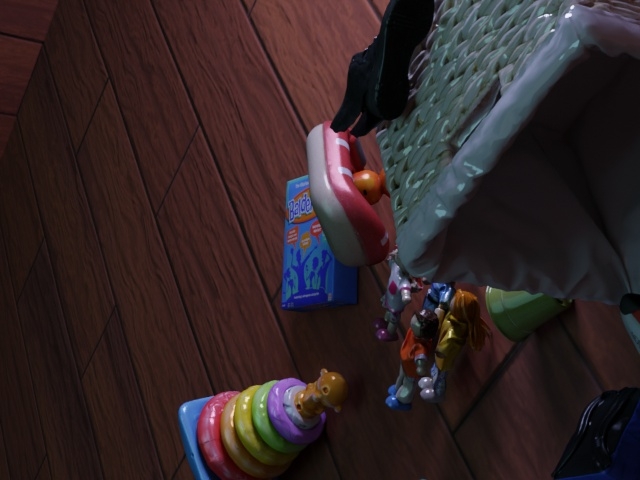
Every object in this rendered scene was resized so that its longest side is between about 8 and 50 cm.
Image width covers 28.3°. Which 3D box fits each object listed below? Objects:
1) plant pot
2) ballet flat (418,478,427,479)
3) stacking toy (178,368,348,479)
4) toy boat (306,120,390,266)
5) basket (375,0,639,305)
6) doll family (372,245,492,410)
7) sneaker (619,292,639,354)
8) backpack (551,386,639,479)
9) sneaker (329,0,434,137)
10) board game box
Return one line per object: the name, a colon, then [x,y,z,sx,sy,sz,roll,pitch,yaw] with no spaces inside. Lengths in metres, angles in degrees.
plant pot: [0.252,0.069,1.502,0.079,0.083,0.083,-29,58,41]
ballet flat: [0.109,0.407,1.673,0.067,0.073,0.206,48,129,35]
stacking toy: [-0.060,0.270,1.933,0.302,0.166,0.175,-36,68,38]
toy boat: [0.069,-0.072,1.789,0.231,0.151,0.151,-95,-14,-45]
basket: [0.258,-0.139,1.283,0.328,0.331,0.266,-55,38,39]
doll family: [0.151,0.100,1.652,0.263,0.118,0.163,-100,23,-61]
sneaker: [0.362,0.176,1.256,0.270,0.090,0.145,48,123,46]
backpack: [0.314,0.221,1.333,0.098,0.101,0.120,-21,33,52]
sneaker: [0.061,-0.184,1.291,0.089,0.051,0.170,31,109,62]
board game box: [0.000,0.000,1.969,0.160,0.047,0.210,-15,70,58]
